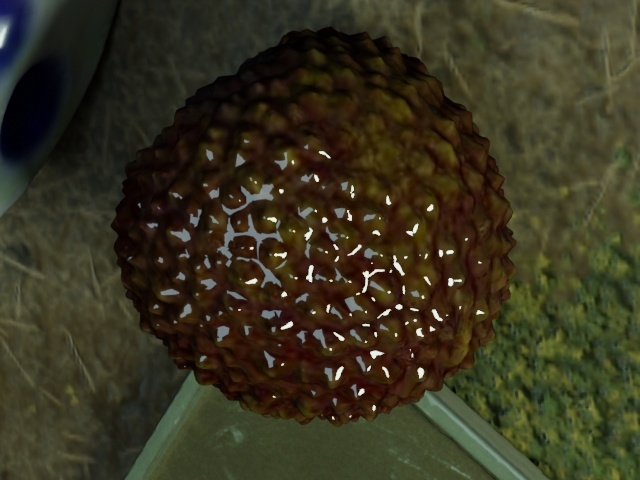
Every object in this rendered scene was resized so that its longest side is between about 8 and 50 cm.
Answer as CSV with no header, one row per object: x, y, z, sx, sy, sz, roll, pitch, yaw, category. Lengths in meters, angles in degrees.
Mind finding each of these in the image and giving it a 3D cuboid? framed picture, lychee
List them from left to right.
0.000,0.000,0.896,0.188,0.188,0.188,9,109,29,lychee
0.041,0.196,1.018,0.335,0.022,0.247,41,122,15,framed picture

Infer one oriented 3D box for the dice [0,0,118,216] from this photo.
-0.256,-0.150,0.973,0.259,0.243,0.251,25,116,20,dice
